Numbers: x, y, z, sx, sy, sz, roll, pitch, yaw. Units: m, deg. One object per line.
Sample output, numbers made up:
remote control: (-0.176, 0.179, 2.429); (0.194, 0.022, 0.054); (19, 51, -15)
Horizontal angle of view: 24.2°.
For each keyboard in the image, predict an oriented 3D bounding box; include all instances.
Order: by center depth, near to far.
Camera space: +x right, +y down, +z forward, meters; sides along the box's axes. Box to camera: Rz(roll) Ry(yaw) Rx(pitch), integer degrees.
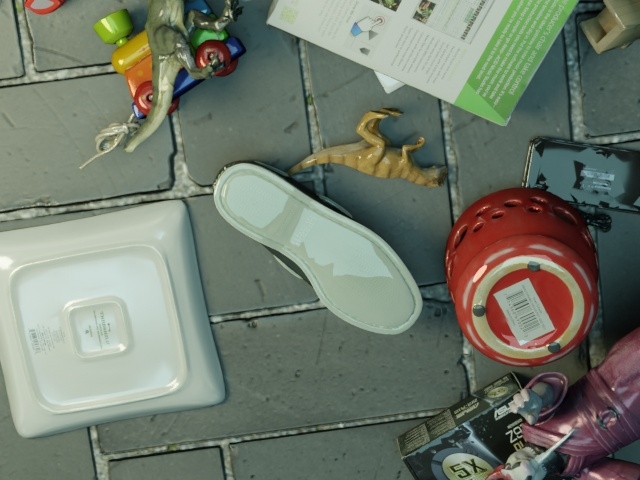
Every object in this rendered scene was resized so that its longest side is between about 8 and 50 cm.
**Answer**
keyboard: (0.345, -0.067, 1.884); (0.180, 0.023, 0.108); (8, 97, -4)

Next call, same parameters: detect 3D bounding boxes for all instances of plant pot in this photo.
plant pot: (0.250, 0.049, 1.818); (0.191, 0.174, 0.191); (0, 110, 1)

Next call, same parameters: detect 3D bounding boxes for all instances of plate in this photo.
plate: (-0.279, 0.107, 1.883); (0.278, 0.045, 0.277); (-10, 104, 0)

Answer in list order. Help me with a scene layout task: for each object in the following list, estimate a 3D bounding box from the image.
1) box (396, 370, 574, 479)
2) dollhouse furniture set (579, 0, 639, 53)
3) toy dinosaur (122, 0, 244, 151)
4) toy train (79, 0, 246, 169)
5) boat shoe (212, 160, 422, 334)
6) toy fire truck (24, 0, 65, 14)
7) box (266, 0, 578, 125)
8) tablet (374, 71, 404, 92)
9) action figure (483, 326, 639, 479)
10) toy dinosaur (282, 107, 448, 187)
box: (0.213, 0.282, 1.933); (0.180, 0.077, 0.147); (-30, 103, 5)
dollhouse furniture set: (0.368, -0.455, 1.751); (0.174, 0.303, 0.355); (-21, 74, -33)
toy dinosaur: (-0.157, -0.230, 1.701); (0.118, 0.064, 0.268); (3, 85, 25)
toy train: (-0.226, -0.210, 1.785); (0.248, 0.105, 0.143); (-33, 93, 5)
boat shoe: (0.000, 0.000, 1.846); (0.302, 0.091, 0.114); (42, 97, -10)
toy fire truck: (-0.400, -0.315, 1.762); (0.192, 0.047, 0.135); (32, 124, -23)
box: (0.127, -0.294, 1.753); (0.322, 0.058, 0.232); (23, 124, -8)
tablet: (0.106, -0.224, 1.841); (0.083, 0.006, 0.054); (-29, 104, 5)
action figure: (0.350, 0.190, 1.823); (0.370, 0.276, 0.248); (-34, 108, 11)
toy dinosaur: (0.059, -0.107, 1.838); (0.211, 0.064, 0.112); (8, 104, -4)
